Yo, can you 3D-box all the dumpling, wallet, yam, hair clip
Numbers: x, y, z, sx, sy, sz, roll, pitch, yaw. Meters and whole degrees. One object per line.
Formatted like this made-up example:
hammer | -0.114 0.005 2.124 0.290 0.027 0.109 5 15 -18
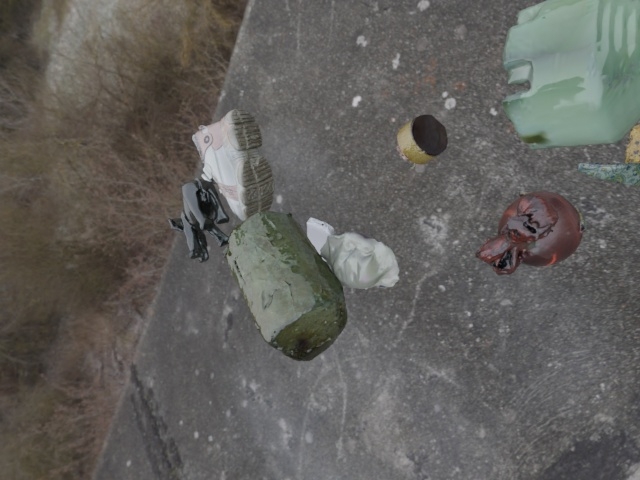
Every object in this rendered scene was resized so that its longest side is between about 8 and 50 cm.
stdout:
dumpling | 0.078 0.039 0.989 0.188 0.108 0.127 20 143 25
wallet | 0.000 0.000 1.480 0.095 0.033 0.189 24 148 14
yam | -0.070 0.095 0.987 0.195 0.195 0.300 -59 47 31
hair clip | 0.770 -0.173 1.185 0.036 0.230 0.065 -93 10 -55

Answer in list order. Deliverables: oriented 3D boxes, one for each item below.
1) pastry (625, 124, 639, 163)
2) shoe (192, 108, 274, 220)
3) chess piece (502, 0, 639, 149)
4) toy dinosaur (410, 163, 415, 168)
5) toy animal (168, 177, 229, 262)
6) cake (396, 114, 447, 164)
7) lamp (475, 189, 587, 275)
pastry | 1.019 -0.305 1.477 0.080 0.056 0.140 4 84 36
shoe | -0.277 -0.227 1.487 0.198 0.172 0.350 -7 94 30
chess piece | 0.287 -0.135 0.299 0.299 0.195 0.194 1 90 45
toy dinosaur | 0.454 -0.420 2.164 0.058 0.037 0.180 31 125 8
toy animal | -0.272 -0.043 1.080 0.146 0.115 0.245 55 135 24
cake | 0.410 -0.409 1.965 0.184 0.208 0.178 65 154 3
lamp | 0.427 -0.017 0.904 0.151 0.223 0.215 35 146 15
